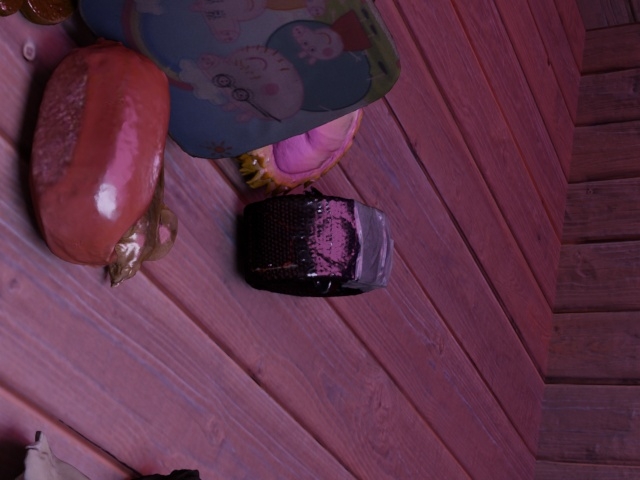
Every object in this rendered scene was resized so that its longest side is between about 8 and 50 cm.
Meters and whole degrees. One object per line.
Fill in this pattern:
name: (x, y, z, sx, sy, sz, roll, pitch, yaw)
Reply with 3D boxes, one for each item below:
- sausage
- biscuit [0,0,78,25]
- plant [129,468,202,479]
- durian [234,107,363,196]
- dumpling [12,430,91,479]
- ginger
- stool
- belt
sausage: (-0.238, -0.102, 1.095, 0.148, 0.148, 0.254, 36, 55, -55)
biscuit: (-0.322, -0.294, 1.083, 0.175, 0.026, 0.124, -16, 99, -62)
plant: (-0.168, 0.407, 1.149, 0.149, 0.147, 0.274, -26, 109, -63)
durian: (-0.036, -0.186, 1.526, 0.341, 0.112, 0.191, -60, 147, -34)
dumpling: (-0.277, 0.282, 1.025, 0.111, 0.181, 0.155, 22, 28, -22)
ginger: (-0.221, -0.059, 1.205, 0.133, 0.059, 0.214, -21, 106, -65)
stool: (-0.091, -0.295, 1.220, 0.226, 0.310, 0.310, -93, 158, -44)
belt: (0.000, 0.000, 1.485, 0.289, 0.184, 0.164, 19, 65, -66)
